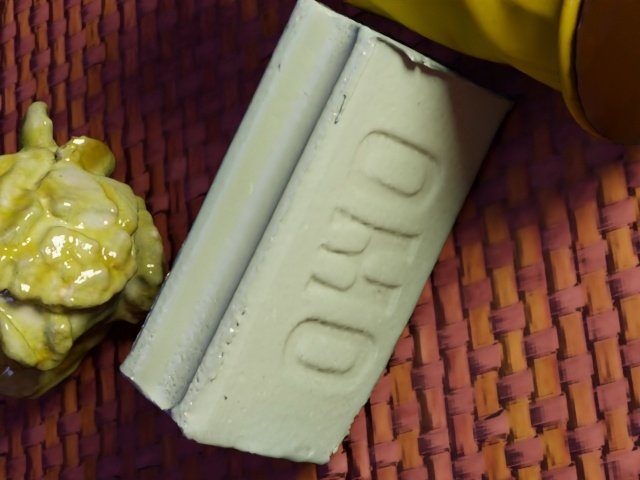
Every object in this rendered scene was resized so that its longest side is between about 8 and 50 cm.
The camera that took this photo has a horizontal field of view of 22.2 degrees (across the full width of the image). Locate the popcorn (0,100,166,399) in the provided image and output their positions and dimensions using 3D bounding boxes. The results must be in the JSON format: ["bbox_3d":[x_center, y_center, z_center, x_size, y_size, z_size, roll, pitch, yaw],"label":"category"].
[{"bbox_3d":[-0.157,0.006,0.875,0.141,0.135,0.162,14,90,50],"label":"popcorn"}]

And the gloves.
[{"bbox_3d":[0.041,-0.143,0.745,0.294,0.133,0.116,28,102,41],"label":"gloves"}]

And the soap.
[{"bbox_3d":[0.000,0.000,0.751,0.063,0.114,0.198,33,101,42],"label":"soap"}]
